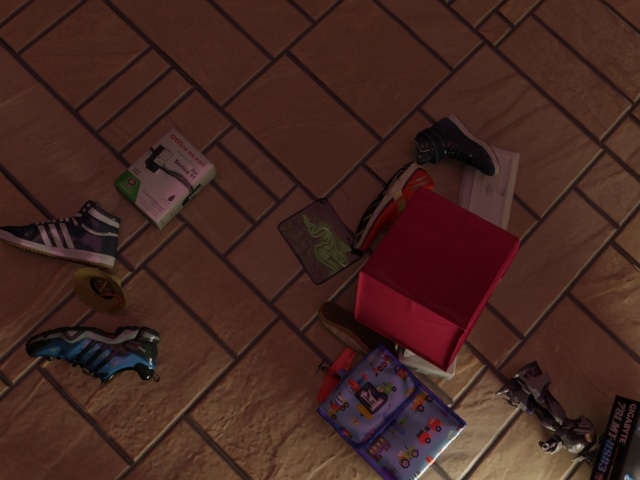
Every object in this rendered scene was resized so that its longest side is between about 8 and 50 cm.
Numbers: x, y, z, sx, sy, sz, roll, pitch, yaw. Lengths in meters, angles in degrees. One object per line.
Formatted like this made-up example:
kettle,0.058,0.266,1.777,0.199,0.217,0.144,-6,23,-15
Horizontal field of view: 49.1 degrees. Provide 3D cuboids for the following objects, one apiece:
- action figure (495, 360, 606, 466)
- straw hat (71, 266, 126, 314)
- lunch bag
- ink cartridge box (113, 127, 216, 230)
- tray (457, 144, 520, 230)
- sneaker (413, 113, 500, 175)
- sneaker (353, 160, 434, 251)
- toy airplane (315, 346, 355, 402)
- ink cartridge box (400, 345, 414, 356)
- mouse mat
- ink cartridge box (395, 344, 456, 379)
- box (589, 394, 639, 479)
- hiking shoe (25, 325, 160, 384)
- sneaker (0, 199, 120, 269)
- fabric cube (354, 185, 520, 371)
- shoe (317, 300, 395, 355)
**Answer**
action figure,0.562,0.432,1.670,0.099,0.185,0.285,-26,63,-34
straw hat,-0.516,0.107,1.683,0.144,0.145,0.061,27,38,1
lunch bag,0.152,0.403,1.643,0.293,0.138,0.221,43,82,7
ink cartridge box,-0.384,-0.155,1.747,0.153,0.087,0.208,42,76,4
tray,0.443,-0.130,1.853,0.145,0.030,0.271,14,76,-3
sneaker,0.338,-0.217,1.810,0.163,0.086,0.226,-28,56,-17
sneaker,0.193,-0.073,1.781,0.118,0.107,0.279,40,79,-6
toy airplane,0.058,0.343,1.699,0.151,0.028,0.151,0,87,-5
ink cartridge box,0.246,0.171,1.714,0.139,0.082,0.191,-11,61,-8
mouse mat,0.000,0.000,1.791,0.152,0.007,0.190,-33,83,-12
ink cartridge box,0.271,0.244,1.753,0.145,0.045,0.179,16,58,-1
box,0.702,0.541,1.608,0.073,0.295,0.293,10,68,42
hiking shoe,-0.527,0.268,1.621,0.303,0.113,0.132,-1,76,-6
sneaker,-0.623,-0.033,1.688,0.282,0.099,0.153,14,81,-9
fabric cube,0.252,0.090,1.568,0.259,0.254,0.258,29,63,14
shoe,0.087,0.225,1.727,0.219,0.058,0.077,34,56,-1
